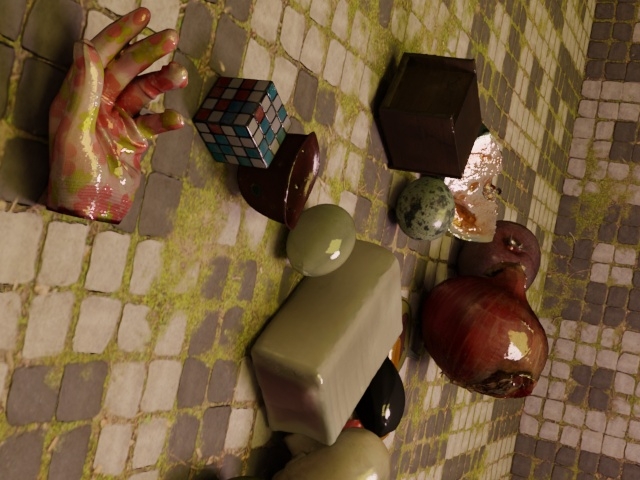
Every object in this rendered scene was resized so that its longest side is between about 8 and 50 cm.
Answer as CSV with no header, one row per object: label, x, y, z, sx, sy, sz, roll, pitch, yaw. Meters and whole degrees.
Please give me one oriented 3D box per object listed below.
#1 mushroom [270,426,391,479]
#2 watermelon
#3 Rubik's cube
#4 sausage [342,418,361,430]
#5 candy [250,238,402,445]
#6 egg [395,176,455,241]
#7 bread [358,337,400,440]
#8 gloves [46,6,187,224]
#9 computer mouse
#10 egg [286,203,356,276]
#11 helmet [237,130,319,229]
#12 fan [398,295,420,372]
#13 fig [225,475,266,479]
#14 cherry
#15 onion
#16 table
mushroom,0.007,0.425,1.554,0.246,0.202,0.246,-31,164,-10
watermelon,0.335,-0.156,2.083,0.175,0.188,0.321,-9,123,-15
Rubik's cube,-0.110,-0.170,1.217,0.092,0.092,0.092,-65,150,-28
sausage,0.051,0.419,1.799,0.145,0.048,0.050,-27,128,-61
candy,0.025,0.179,1.549,0.358,0.145,0.208,-50,141,-44
egg,0.237,-0.075,1.898,0.172,0.132,0.132,-71,155,-44
bread,0.130,0.325,1.887,0.092,0.074,0.239,-8,105,-65
gloves,-0.239,-0.142,0.950,0.145,0.126,0.241,13,90,-39
computer mouse,0.115,0.296,1.682,0.269,0.086,0.137,-132,-139,-72
egg,0.000,0.000,1.471,0.152,0.114,0.114,-54,144,-38
helmet,-0.069,-0.107,1.306,0.175,0.106,0.155,-50,153,-60
fan,0.190,0.257,2.052,0.335,0.011,0.229,34,68,-61
fig,-0.074,0.472,1.305,0.233,0.314,0.233,38,41,-43
cherry,0.494,0.079,2.372,0.261,0.221,0.307,-43,149,-39
onion,0.408,0.242,2.127,0.354,0.354,0.353,-32,126,-56
table,0.227,-0.261,1.768,0.193,0.173,0.169,67,40,-53
